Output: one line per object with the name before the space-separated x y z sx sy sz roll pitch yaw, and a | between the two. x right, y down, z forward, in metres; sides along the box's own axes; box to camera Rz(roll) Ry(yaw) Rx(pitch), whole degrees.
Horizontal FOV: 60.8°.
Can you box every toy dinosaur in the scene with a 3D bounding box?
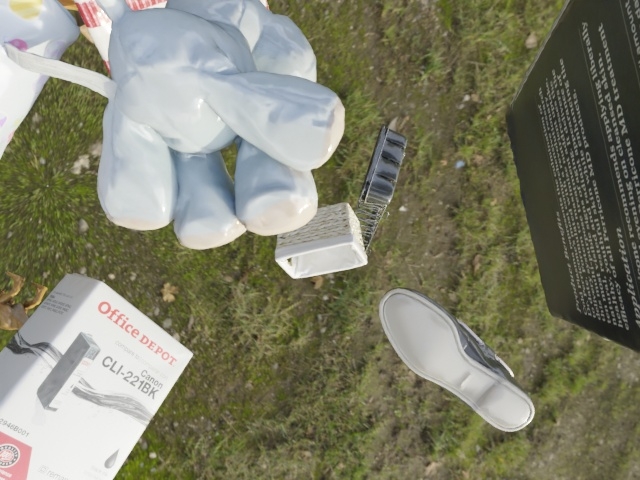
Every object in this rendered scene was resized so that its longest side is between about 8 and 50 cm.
toy dinosaur | -0.471 0.114 0.842 0.064 0.211 0.112 45 61 -51

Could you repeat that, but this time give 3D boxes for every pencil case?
pencil case | -0.316 -0.108 0.454 0.113 0.124 0.273 31 90 -6

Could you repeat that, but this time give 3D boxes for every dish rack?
dish rack | 0.120 -0.099 1.232 0.074 0.271 0.208 19 56 2

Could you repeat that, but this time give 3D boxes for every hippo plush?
hippo plush | -0.122 -0.150 0.555 0.294 0.236 0.234 30 124 -22

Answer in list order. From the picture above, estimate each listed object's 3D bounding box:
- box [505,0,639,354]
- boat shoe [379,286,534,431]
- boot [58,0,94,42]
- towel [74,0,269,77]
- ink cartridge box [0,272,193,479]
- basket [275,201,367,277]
box | 0.444 -0.092 0.426 0.480 0.472 0.297 -11 87 11
boat shoe | 0.227 0.198 0.949 0.335 0.095 0.112 42 103 -6
boot | -0.335 -0.396 0.814 0.152 0.197 0.073 -27 72 9
towel | -0.184 -0.309 0.700 0.237 0.037 0.329 -22 149 -10
ink cartridge box | -0.337 0.209 0.746 0.197 0.114 0.273 51 57 -36
basket | 0.000 0.000 1.117 0.113 0.167 0.103 53 28 -58
